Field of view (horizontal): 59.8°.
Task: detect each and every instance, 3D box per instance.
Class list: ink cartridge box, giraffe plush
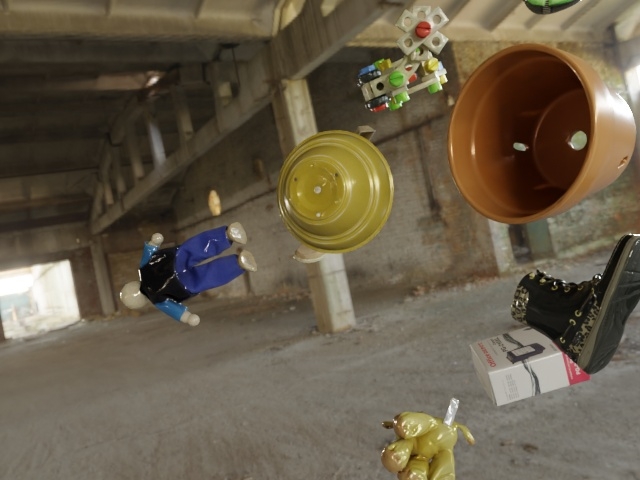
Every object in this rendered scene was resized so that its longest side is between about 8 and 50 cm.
[{"bbox_3d":[0.520,0.305,1.407,0.237,0.100,0.172,-17,13,4],"label":"ink cartridge box"},{"bbox_3d":[0.214,0.444,1.236,0.210,0.181,0.170,-46,0,-23],"label":"giraffe plush"}]

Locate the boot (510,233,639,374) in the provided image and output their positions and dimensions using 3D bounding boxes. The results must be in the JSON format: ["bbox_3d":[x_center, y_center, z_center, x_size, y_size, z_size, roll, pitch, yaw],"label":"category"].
[{"bbox_3d":[0.417,0.077,0.916,0.085,0.236,0.178,-1,23,-31],"label":"boot"}]

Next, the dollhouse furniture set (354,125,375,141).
[{"bbox_3d":[0.058,-0.154,1.048,0.091,0.081,0.114,-9,-21,-20],"label":"dollhouse furniture set"}]

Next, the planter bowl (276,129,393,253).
[{"bbox_3d":[0.008,-0.083,0.940,0.217,0.217,0.090,-11,-2,19],"label":"planter bowl"}]

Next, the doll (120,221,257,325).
[{"bbox_3d":[-0.177,0.047,0.710,0.189,0.129,0.046,-21,-3,16],"label":"doll"}]

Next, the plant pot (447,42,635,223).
[{"bbox_3d":[0.396,-0.176,0.967,0.204,0.290,0.291,-3,-5,-34],"label":"plant pot"}]

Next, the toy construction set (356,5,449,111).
[{"bbox_3d":[0.186,-0.368,1.203,0.215,0.151,0.328,-21,-4,6],"label":"toy construction set"}]

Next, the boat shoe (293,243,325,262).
[{"bbox_3d":[0.000,0.000,1.314,0.063,0.059,0.170,28,36,27],"label":"boat shoe"}]

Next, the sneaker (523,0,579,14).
[{"bbox_3d":[0.559,-0.614,1.281,0.185,0.202,0.482,19,47,16],"label":"sneaker"}]
